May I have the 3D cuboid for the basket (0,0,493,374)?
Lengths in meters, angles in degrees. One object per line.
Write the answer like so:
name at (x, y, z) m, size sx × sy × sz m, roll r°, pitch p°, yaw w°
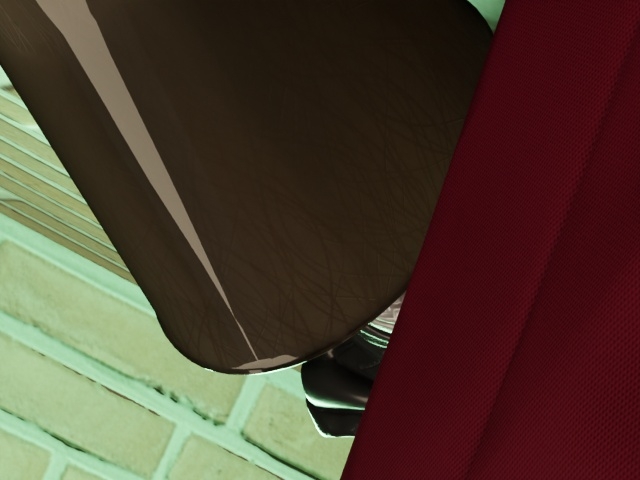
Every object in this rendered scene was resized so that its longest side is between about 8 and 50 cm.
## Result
basket at (-0.046, -0.092, 0.774) m, size 0.154 × 0.204 × 0.227 m, roll 12°, pitch 153°, yaw 36°

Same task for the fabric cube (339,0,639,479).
fabric cube at (0.159, 0.063, 0.527) m, size 0.254 × 0.258 × 0.259 m, roll 17°, pitch -172°, yaw -11°

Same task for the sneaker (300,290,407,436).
sneaker at (0.000, 0.000, 0.953) m, size 0.268 × 0.101 × 0.153 m, roll 48°, pitch 155°, yaw 46°
